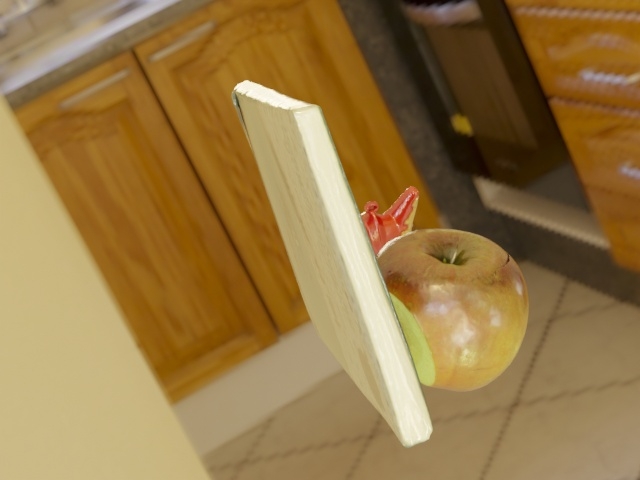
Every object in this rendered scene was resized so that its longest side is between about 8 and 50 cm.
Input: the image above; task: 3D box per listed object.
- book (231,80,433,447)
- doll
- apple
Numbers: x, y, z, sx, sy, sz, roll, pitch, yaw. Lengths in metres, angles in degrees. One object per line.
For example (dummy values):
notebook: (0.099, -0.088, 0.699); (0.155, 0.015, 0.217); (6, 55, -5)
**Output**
book: (0.000, 0.000, 1.264); (0.031, 0.264, 0.379); (-20, 10, -7)
doll: (0.055, 0.015, 1.671); (0.109, 0.169, 0.057); (-18, 55, -13)
apple: (0.122, 0.072, 1.504); (0.163, 0.147, 0.146); (-7, 31, -28)
